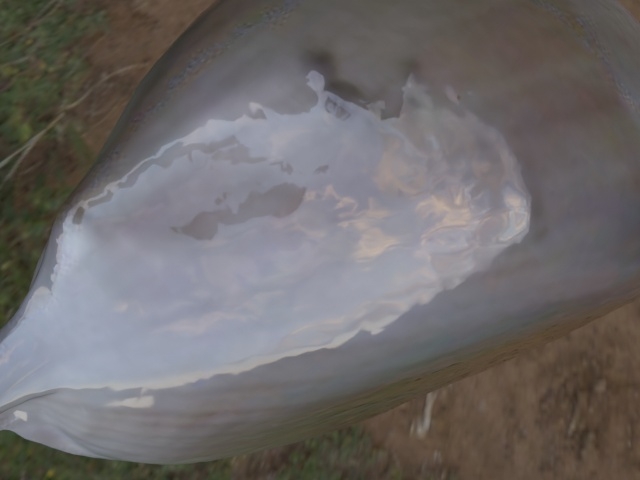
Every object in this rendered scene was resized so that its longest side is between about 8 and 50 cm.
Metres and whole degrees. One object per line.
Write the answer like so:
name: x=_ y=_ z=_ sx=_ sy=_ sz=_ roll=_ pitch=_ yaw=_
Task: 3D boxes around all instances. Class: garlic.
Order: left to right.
garlic: x=-0.003 y=-0.002 z=0.384 sx=0.128 sy=0.267 sz=0.148 roll=19 pitch=107 yaw=42
